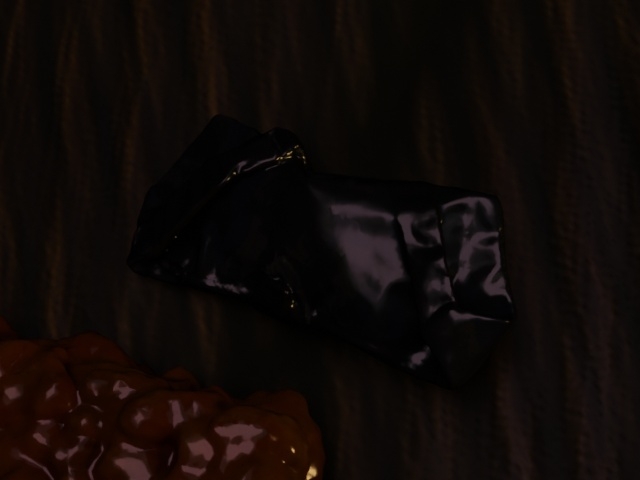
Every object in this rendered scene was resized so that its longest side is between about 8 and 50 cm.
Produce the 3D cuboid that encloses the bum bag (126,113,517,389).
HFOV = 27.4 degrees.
[{"bbox_3d":[0.000,0.000,0.930,0.310,0.074,0.137,19,87,24],"label":"bum bag"}]

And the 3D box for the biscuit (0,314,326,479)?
[{"bbox_3d":[-0.175,0.213,0.874,0.312,0.110,0.318,15,75,15],"label":"biscuit"}]
